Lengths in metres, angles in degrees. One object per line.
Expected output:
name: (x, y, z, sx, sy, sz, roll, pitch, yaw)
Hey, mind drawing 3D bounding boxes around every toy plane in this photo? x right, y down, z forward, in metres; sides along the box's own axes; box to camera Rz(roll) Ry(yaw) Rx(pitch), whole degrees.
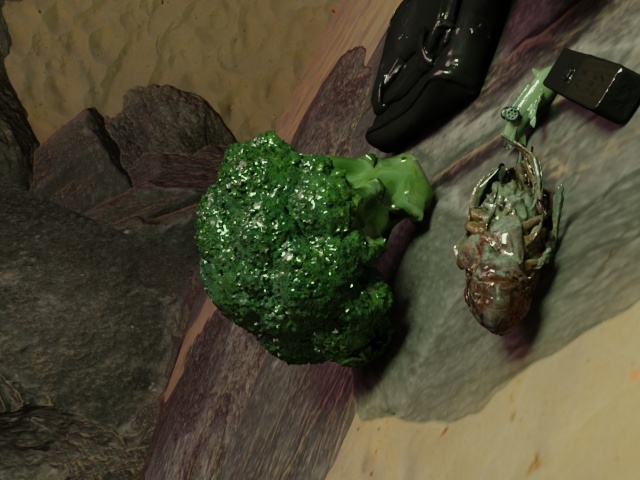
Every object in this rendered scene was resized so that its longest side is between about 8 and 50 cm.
toy plane: (0.182, -0.118, 0.634, 0.083, 0.033, 0.080, -63, -2, 11)

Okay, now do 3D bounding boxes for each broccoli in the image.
broccoli: (0.000, 0.000, 0.766, 0.270, 0.270, 0.270, -32, 0, -22)

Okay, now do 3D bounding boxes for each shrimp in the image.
shrimp: (0.140, -0.013, 0.536, 0.073, 0.074, 0.190, 80, -150, -48)

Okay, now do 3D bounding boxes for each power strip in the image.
power strip: (0.205, -0.120, 0.547, 0.038, 0.029, 0.111, -62, 13, 17)

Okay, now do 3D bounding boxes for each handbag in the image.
handbag: (0.146, -0.254, 0.940, 0.275, 0.088, 0.244, 157, 133, -70)
